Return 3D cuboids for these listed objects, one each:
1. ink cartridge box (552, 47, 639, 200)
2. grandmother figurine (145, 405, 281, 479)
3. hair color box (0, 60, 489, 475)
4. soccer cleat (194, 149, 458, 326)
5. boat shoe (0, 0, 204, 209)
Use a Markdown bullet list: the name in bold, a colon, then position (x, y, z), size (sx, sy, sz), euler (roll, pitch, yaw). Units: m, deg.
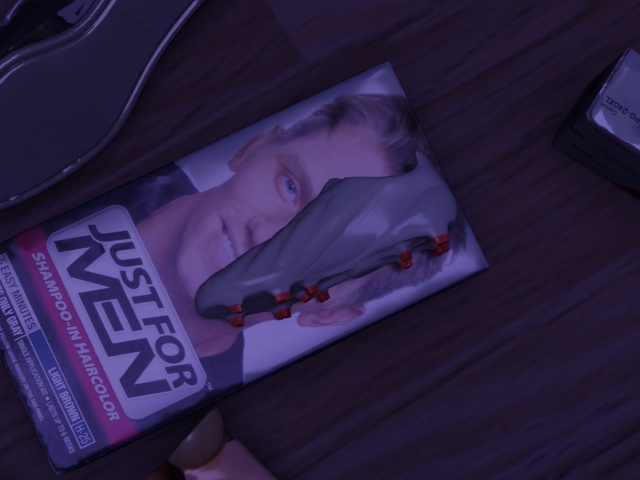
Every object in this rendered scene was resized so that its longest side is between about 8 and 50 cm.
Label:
- **ink cartridge box**: position (0.242, -0.077, 1.391), size (0.109, 0.150, 0.063), euler (33, 85, 0)
- **grandmother figurine**: position (0.002, 0.286, 1.372), size (0.342, 0.104, 0.208), euler (43, 116, 2)
- **hair color box**: position (-0.071, 0.021, 1.392), size (0.347, 0.105, 0.174), euler (-26, 87, -5)
- **soccer cleat**: position (0.000, 0.000, 1.316), size (0.196, 0.068, 0.076), euler (-21, 75, -7)
- **boat shoe**: position (-0.176, -0.158, 1.420), size (0.335, 0.095, 0.112), euler (-48, 125, -2)
